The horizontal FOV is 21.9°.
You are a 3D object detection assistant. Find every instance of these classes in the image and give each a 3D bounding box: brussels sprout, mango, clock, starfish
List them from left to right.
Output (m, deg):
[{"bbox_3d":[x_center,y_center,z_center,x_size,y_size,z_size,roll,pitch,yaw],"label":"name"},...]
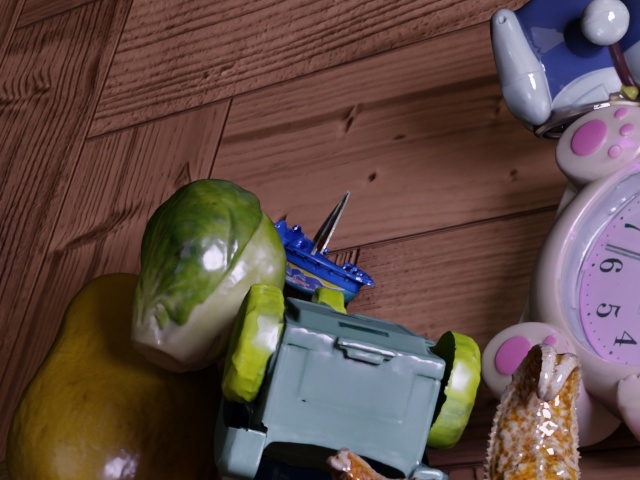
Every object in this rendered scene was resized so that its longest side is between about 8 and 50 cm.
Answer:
[{"bbox_3d":[-0.190,0.157,1.603,0.195,0.142,0.331,3,42,11],"label":"mango"},{"bbox_3d":[-0.106,0.029,1.541,0.145,0.131,0.183,-19,52,28],"label":"brussels sprout"},{"bbox_3d":[0.132,0.239,1.171,0.312,0.113,0.303,40,77,13],"label":"starfish"},{"bbox_3d":[0.271,-0.173,1.401,0.243,0.199,0.146,-17,74,20],"label":"clock"},{"bbox_3d":[0.295,0.030,1.269,0.309,0.114,0.284,1,59,43],"label":"clock"}]

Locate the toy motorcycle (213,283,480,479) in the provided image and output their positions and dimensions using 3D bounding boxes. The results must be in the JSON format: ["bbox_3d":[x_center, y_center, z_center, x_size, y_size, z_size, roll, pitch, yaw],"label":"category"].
[{"bbox_3d":[0.001,0.143,1.403,0.326,0.191,0.199,-176,100,-84],"label":"toy motorcycle"}]

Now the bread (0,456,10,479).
[{"bbox_3d":[-0.320,0.338,1.610,0.152,0.130,0.267,22,72,13],"label":"bread"}]

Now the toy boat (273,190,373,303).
[{"bbox_3d":[0.000,0.000,1.597,0.175,0.091,0.110,32,100,47],"label":"toy boat"}]
